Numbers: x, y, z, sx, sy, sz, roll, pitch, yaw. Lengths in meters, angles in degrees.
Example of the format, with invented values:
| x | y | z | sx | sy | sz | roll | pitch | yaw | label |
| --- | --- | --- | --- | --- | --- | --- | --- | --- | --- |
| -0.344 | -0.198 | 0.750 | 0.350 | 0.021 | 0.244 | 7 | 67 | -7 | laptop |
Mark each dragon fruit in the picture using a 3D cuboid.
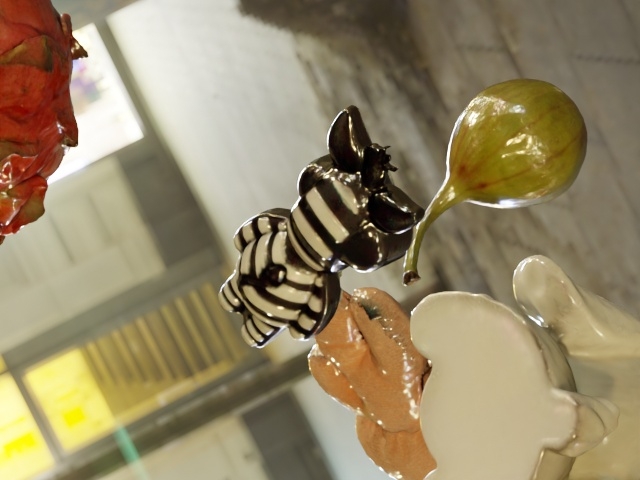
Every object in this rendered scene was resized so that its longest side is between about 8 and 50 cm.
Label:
| x | y | z | sx | sy | sz | roll | pitch | yaw | label |
| --- | --- | --- | --- | --- | --- | --- | --- | --- | --- |
| -0.280 | -0.109 | 1.223 | 0.252 | 0.241 | 0.241 | 52 | 175 | -16 | dragon fruit |

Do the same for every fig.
| x | y | z | sx | sy | sz | roll | pitch | yaw | label |
| --- | --- | --- | --- | --- | --- | --- | --- | --- | --- |
| 0.147 | -0.050 | 1.634 | 0.124 | 0.236 | 0.124 | 44 | 171 | 9 | fig |

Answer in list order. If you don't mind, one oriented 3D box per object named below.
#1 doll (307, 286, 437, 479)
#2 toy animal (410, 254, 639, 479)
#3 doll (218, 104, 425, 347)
| x | y | z | sx | sy | sz | roll | pitch | yaw | label |
| --- | --- | --- | --- | --- | --- | --- | --- | --- | --- |
| 0.096 | 0.131 | 1.858 | 0.201 | 0.156 | 0.303 | 13 | 142 | 37 | doll |
| 0.218 | 0.161 | 1.547 | 0.265 | 0.206 | 0.272 | 15 | -109 | -46 | toy animal |
| 0.000 | 0.000 | 1.149 | 0.091 | 0.067 | 0.219 | 57 | 140 | 12 | doll |
